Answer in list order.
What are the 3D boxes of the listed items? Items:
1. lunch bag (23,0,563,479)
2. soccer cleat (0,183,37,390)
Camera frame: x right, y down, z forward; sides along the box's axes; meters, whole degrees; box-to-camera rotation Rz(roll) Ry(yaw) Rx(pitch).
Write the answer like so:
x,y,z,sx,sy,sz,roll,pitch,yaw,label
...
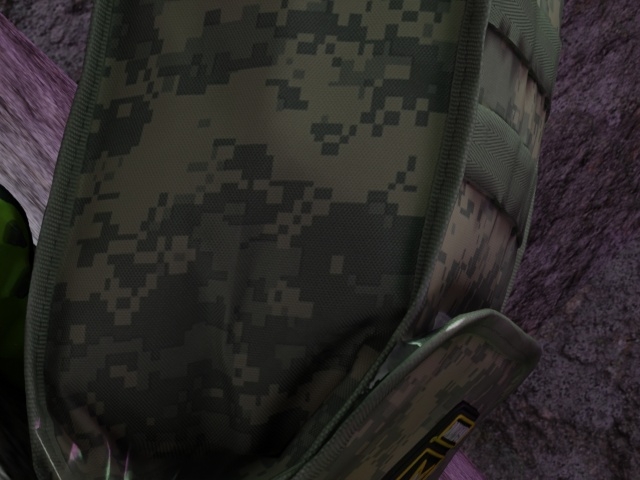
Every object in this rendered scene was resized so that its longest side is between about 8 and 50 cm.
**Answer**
x,y,z,sx,sy,sz,roll,pitch,yaw,label
0.000,0.000,0.728,0.169,0.287,0.235,8,-7,14,lunch bag
-0.131,0.012,0.701,0.072,0.060,0.179,36,-10,24,soccer cleat
